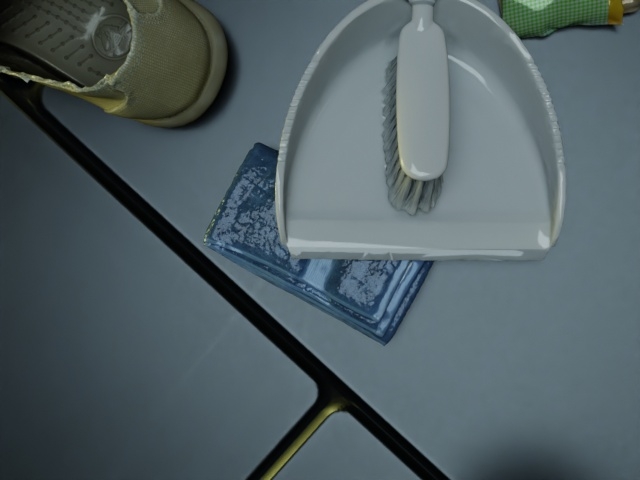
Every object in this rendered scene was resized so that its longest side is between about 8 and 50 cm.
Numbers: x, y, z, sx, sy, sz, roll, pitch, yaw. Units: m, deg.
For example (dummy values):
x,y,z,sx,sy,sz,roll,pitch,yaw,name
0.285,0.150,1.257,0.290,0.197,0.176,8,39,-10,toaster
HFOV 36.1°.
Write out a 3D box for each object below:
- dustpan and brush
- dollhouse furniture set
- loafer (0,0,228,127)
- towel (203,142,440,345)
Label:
x,y,z,sx,sy,sz,roll,pitch,yaw,name
0.051,-0.099,0.506,0.147,0.060,0.211,0,76,1,dustpan and brush
0.121,-0.184,0.501,0.076,0.058,0.151,-9,88,8,dollhouse furniture set
-0.179,-0.143,0.526,0.268,0.092,0.102,21,93,8,loafer
0.000,0.000,0.533,0.119,0.029,0.067,29,93,7,towel
